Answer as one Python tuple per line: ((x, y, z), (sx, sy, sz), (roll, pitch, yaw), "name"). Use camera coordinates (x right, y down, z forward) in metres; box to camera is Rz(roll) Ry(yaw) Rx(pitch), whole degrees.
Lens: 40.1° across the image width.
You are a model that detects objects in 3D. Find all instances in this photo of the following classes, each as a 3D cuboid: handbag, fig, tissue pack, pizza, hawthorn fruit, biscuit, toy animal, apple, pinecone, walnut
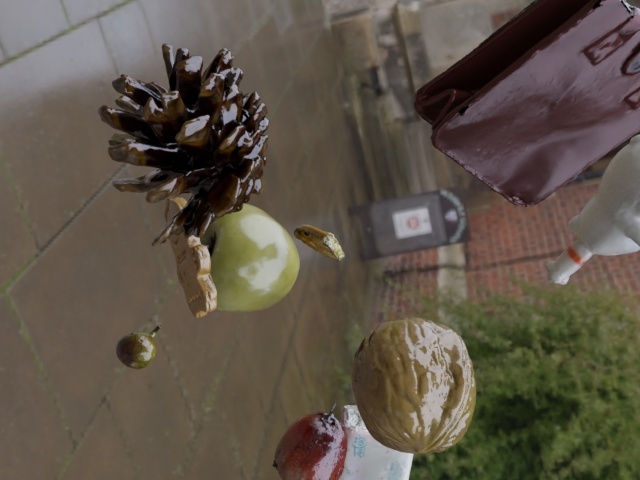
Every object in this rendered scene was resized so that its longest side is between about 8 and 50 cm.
((0.282, -0.177, 1.063), (0.260, 0.275, 0.084), (29, 36, -44), "handbag")
((-0.368, 0.217, 1.788), (0.084, 0.082, 0.098), (-58, 172, 33), "fig")
((0.138, 0.566, 2.280), (0.124, 0.201, 0.271), (-103, -162, -62), "tissue pack")
((0.000, -0.001, 1.829), (0.099, 0.036, 0.160), (38, -9, -22), "pizza")
((-0.006, 0.495, 2.109), (0.235, 0.181, 0.181), (-59, 170, 8), "hawthorn fruit")
((-0.192, 0.022, 1.267), (0.133, 0.027, 0.184), (-6, -84, 66), "biscuit")
((0.482, -0.033, 1.388), (0.140, 0.138, 0.283), (-55, 172, -50), "toy animal")
((-0.182, 0.041, 1.972), (0.262, 0.262, 0.263), (-11, 90, -78), "apple")
((-0.157, -0.118, 1.012), (0.201, 0.202, 0.229), (59, 17, -30), "pinecone")
((0.151, 0.238, 1.415), (0.228, 0.227, 0.228), (-11, 90, -78), "walnut")
